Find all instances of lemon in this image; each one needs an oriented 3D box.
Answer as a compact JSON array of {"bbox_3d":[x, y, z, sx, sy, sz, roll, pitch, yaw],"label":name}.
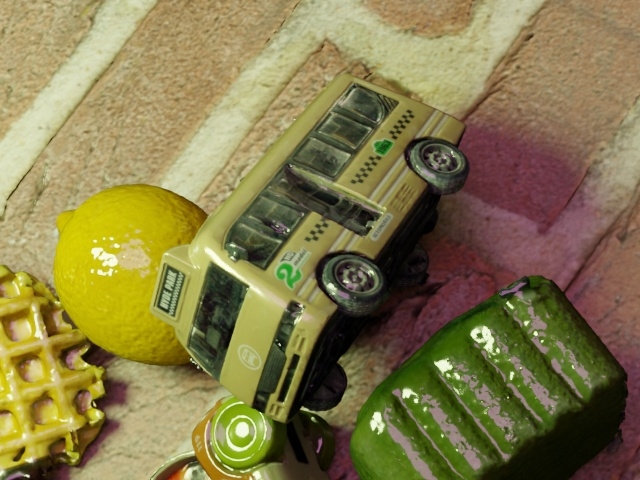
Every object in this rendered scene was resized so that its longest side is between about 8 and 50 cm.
[{"bbox_3d":[-0.179,0.037,1.644,0.244,0.187,0.187,30,74,13],"label":"lemon"}]

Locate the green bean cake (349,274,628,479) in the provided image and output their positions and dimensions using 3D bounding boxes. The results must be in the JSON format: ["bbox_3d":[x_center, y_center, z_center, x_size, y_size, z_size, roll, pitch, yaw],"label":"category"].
[{"bbox_3d":[0.157,0.176,1.493,0.250,0.247,0.156,-35,66,-6],"label":"green bean cake"}]

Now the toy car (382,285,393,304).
[{"bbox_3d":[0.010,0.062,1.675,0.142,0.055,0.069,-27,62,-18],"label":"toy car"}]

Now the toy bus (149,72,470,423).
[{"bbox_3d":[0.000,0.000,1.560,0.202,0.177,0.365,28,43,9],"label":"toy bus"}]

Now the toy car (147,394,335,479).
[{"bbox_3d":[-0.082,0.281,1.563,0.235,0.145,0.235,-7,74,25],"label":"toy car"}]

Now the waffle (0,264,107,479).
[{"bbox_3d":[-0.394,0.162,1.652,0.307,0.060,0.312,40,78,3],"label":"waffle"}]
